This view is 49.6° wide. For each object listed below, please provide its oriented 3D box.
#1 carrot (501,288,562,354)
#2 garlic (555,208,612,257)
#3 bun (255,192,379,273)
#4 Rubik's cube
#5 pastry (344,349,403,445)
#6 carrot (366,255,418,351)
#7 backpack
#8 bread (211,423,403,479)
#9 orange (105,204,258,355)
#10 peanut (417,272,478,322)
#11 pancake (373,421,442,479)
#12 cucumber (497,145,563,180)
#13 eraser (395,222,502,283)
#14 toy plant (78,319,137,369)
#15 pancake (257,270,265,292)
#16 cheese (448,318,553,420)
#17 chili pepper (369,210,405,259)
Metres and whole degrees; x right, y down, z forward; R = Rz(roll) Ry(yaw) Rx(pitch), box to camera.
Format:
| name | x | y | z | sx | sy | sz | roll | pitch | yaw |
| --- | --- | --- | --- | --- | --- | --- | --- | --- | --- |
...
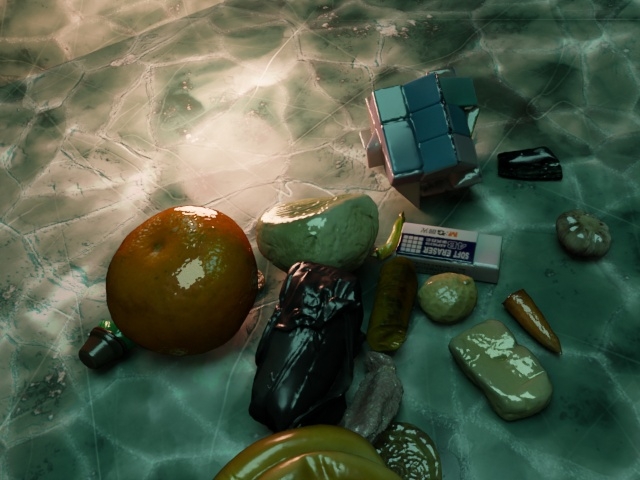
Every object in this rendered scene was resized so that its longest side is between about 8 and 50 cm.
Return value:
| name | x | y | z | sx | sy | sz | roll | pitch | yaw |
| --- | --- | --- | --- | --- | --- | --- | --- | --- | --- |
| carrot | 0.561 | 0.215 | 1.794 | 0.072 | 0.072 | 0.205 | -27 | 54 | -12 |
| garlic | 0.730 | -0.015 | 1.931 | 0.159 | 0.102 | 0.147 | 36 | 50 | 18 |
| bun | 0.000 | 0.000 | 1.918 | 0.349 | 0.227 | 0.352 | -14 | 10 | -18 |
| Rubik's cube | 0.309 | -0.303 | 2.072 | 0.358 | 0.368 | 0.387 | -11 | 84 | 0 |
| pastry | 0.132 | 0.394 | 1.677 | 0.103 | 0.112 | 0.265 | -19 | 32 | 35 |
| carrot | 0.194 | 0.160 | 1.828 | 0.114 | 0.114 | 0.302 | 4 | 37 | 12 |
| backpack | -0.029 | 0.287 | 1.667 | 0.255 | 0.363 | 0.446 | 21 | 73 | 14 |
| bread | -0.036 | 0.574 | 1.415 | 0.424 | 0.329 | 0.245 | -15 | 23 | -18 |
| orange | -0.361 | 0.112 | 1.857 | 0.424 | 0.326 | 0.424 | -15 | 46 | 16 |
| peanut | 0.344 | 0.149 | 1.853 | 0.159 | 0.109 | 0.140 | -30 | 67 | -10 |
| pancake | 0.166 | 0.542 | 1.617 | 0.250 | 0.031 | 0.250 | -4 | 51 | 4 |
| cucumber | 0.647 | -0.248 | 2.148 | 0.193 | 0.086 | 0.115 | -3 | 53 | 15 |
| eraser | 0.365 | 0.034 | 1.957 | 0.287 | 0.086 | 0.130 | 7 | 52 | 15 |
| toy plant | -0.574 | 0.270 | 1.915 | 0.143 | 0.105 | 0.200 | 11 | 36 | 32 |
| pancake | -0.214 | 0.123 | 2.022 | 0.108 | 0.017 | 0.108 | -7 | 50 | 8 |
| cheese | 0.448 | 0.319 | 1.714 | 0.159 | 0.093 | 0.263 | -31 | 55 | -11 |
| chili pepper | 0.217 | -0.009 | 2.049 | 0.049 | 0.043 | 0.208 | 2 | 42 | 43 |
